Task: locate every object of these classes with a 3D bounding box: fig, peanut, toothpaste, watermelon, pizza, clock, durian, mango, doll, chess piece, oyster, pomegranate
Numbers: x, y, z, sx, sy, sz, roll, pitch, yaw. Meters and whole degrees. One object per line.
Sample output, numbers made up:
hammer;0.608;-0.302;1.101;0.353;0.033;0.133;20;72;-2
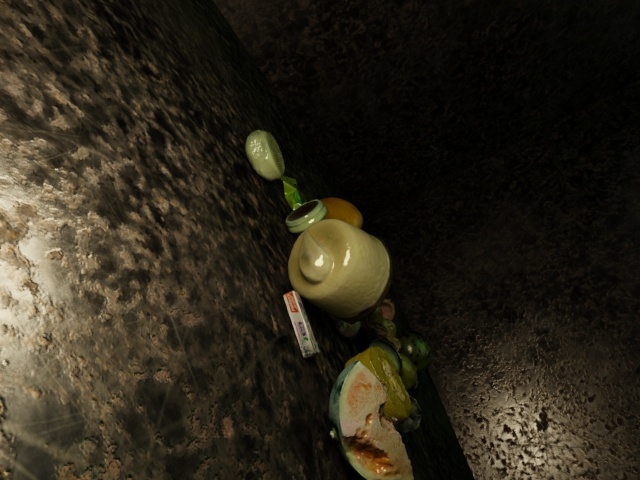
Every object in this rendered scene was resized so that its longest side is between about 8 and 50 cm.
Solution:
fig;0.341;0.569;1.862;0.167;0.167;0.234;-83;156;-69
peanut;0.287;0.413;2.037;0.298;0.136;0.120;55;15;-29
toothpaste;-0.056;0.243;1.209;0.196;0.040;0.047;68;9;23
watermelon;0.089;0.493;1.099;0.175;0.188;0.322;-10;76;-30
pizza;0.238;0.409;1.855;0.297;0.071;0.189;46;-20;-30
clock;0.262;0.502;1.736;0.184;0.040;0.184;19;45;-20
durian;0.264;0.339;2.213;0.305;0.185;0.195;48;-5;-28
mango;0.073;-0.098;1.933;0.317;0.211;0.173;28;-36;48
doll;0.091;0.260;1.659;0.160;0.094;0.365;56;13;-17
chess piece;0.000;0.000;1.655;0.298;0.175;0.176;60;12;-21
oyster;0.295;0.636;1.631;0.252;0.199;0.087;33;24;11
pomegranate;0.460;0.621;2.202;0.306;0.242;0.242;-41;106;-45

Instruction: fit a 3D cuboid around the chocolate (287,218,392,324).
chocolate;0.038;0.075;1.372;0.297;0.314;0.326;32;-7;-34

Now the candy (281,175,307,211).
candy;-0.104;-0.173;1.836;0.246;0.069;0.149;69;18;8

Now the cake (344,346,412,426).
cake;0.194;0.506;1.418;0.179;0.156;0.260;21;35;-48

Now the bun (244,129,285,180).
bun;-0.219;-0.323;1.594;0.221;0.108;0.221;-19;90;-81
